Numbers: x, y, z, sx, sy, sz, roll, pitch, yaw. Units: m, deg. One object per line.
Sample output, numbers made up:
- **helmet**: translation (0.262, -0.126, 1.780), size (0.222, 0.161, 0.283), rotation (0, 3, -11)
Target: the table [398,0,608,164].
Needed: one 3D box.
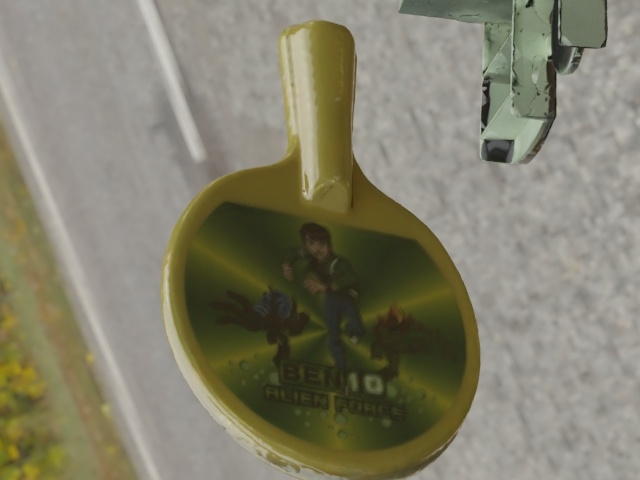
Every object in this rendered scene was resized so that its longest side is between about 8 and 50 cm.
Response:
- **table**: translation (0.077, -0.137, 0.821), size (0.146, 0.063, 0.175), rotation (114, 161, -72)

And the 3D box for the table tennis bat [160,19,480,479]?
- **table tennis bat**: translation (0.000, 0.000, 1.120), size (0.050, 0.198, 0.320), rotation (130, 148, -48)
